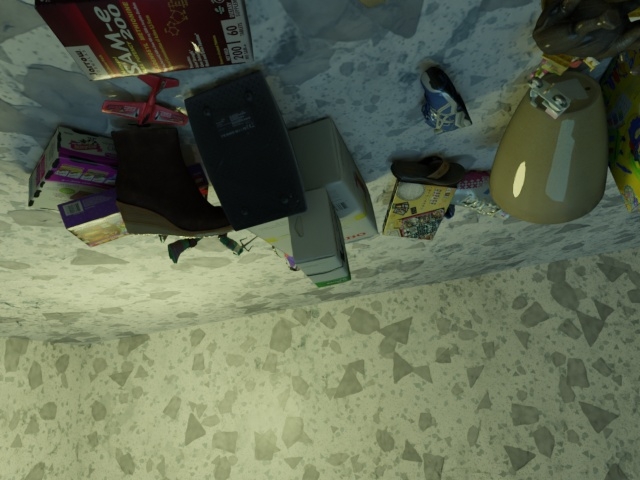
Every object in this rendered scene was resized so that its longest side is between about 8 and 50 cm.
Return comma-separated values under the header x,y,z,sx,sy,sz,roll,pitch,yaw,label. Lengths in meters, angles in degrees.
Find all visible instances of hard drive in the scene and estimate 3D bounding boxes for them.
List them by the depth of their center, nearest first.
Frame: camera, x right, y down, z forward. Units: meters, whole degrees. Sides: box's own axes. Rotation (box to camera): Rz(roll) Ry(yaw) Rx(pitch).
x,y,z,sx,sy,sz,roll,pitch,yaw,label
-0.129,-0.158,0.771,0.171,0.255,0.054,-15,-165,15,hard drive

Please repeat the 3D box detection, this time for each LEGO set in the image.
x,y,z,sx,sy,sz,roll,pitch,yaw,label
0.473,-0.339,0.720,0.286,0.132,0.107,-36,174,6,LEGO set

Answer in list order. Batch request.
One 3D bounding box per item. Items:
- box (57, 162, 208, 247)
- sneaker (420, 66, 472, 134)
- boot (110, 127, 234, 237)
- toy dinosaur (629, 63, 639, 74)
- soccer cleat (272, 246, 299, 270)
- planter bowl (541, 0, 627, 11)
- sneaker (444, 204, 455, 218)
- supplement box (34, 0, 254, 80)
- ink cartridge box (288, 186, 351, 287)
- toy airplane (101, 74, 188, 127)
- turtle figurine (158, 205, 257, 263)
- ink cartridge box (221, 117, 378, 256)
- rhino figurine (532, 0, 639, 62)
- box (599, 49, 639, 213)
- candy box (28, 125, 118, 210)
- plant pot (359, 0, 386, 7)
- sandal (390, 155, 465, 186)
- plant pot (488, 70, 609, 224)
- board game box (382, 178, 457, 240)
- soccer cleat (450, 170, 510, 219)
x,y,z,sx,sy,sz,roll,pitch,yaw,label
-0.405,-0.075,0.954,0.293,0.057,0.201,-21,175,-19,box
0.241,-0.268,0.841,0.081,0.080,0.211,-23,156,27,sneaker
-0.275,-0.113,0.820,0.248,0.207,0.090,-1,-163,-9,boot
0.480,-0.262,0.493,0.200,0.296,0.127,47,158,-27,toy dinosaur
-0.083,0.032,1.519,0.116,0.109,0.318,-16,158,7,soccer cleat
0.382,-0.392,0.533,0.216,0.091,0.217,-11,162,-3,planter bowl
0.342,-0.113,1.319,0.220,0.087,0.083,0,158,-21,sneaker
-0.219,-0.295,0.556,0.239,0.073,0.130,-8,161,-3,supplement box
0.000,0.000,0.890,0.086,0.153,0.208,-12,160,8,ink cartridge box
-0.299,-0.243,0.733,0.151,0.028,0.151,-14,165,-4,toy airplane
-0.278,-0.031,1.054,0.234,0.175,0.118,-21,127,-29,turtle figurine
-0.035,-0.104,1.053,0.278,0.161,0.384,-14,159,14,ink cartridge box
0.401,-0.293,0.578,0.243,0.073,0.106,-5,180,-24,rhino figurine
0.703,-0.245,0.824,0.176,0.280,0.290,-13,161,12,box
-0.498,-0.135,0.882,0.233,0.071,0.159,-27,157,39,candy box
0.075,-0.352,0.501,0.108,0.109,0.096,-15,174,14,plant pot
0.293,-0.194,1.108,0.219,0.090,0.060,3,136,-15,sandal
0.513,-0.219,0.924,0.256,0.257,0.274,-13,143,11,plant pot
0.289,-0.096,1.253,0.164,0.042,0.243,7,143,-1,board game box
0.501,-0.130,1.264,0.330,0.143,0.116,-5,161,-11,soccer cleat
